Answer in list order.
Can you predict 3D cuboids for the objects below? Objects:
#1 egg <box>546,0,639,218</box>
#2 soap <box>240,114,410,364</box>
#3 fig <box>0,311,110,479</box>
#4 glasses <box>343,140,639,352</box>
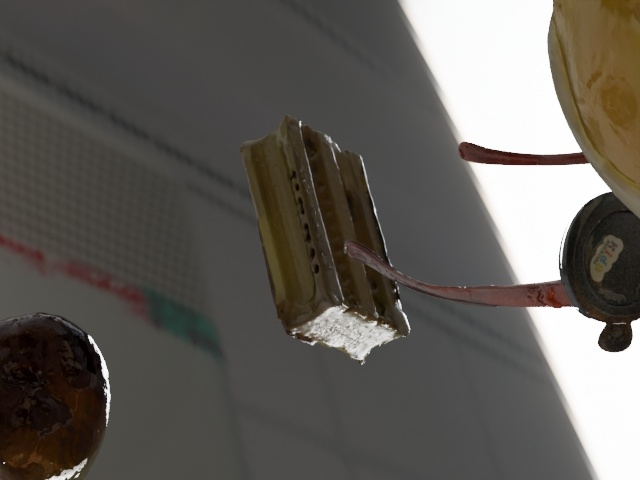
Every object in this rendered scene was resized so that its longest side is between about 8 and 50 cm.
[{"bbox_3d":[0.306,-0.099,1.127,0.345,0.283,0.283,38,-169,25],"label":"egg"},{"bbox_3d":[0.001,-0.001,1.955,0.135,0.076,0.233,25,-140,-46],"label":"soap"},{"bbox_3d":[-0.282,0.199,1.928,0.170,0.145,0.274,-40,-32,-33],"label":"fig"},{"bbox_3d":[0.185,-0.009,1.584,0.234,0.268,0.118,-44,-65,-36],"label":"glasses"}]
